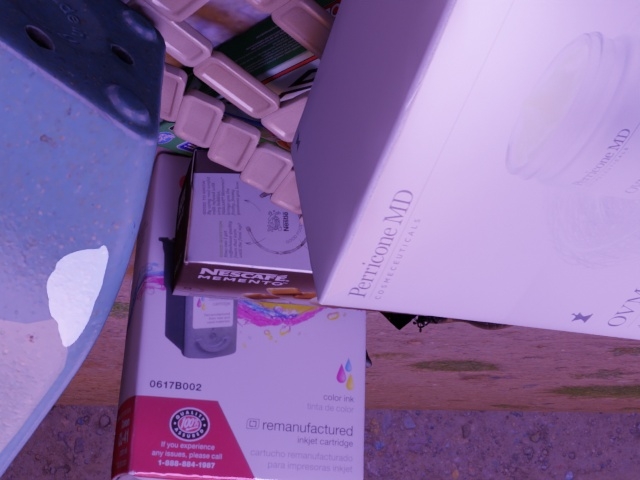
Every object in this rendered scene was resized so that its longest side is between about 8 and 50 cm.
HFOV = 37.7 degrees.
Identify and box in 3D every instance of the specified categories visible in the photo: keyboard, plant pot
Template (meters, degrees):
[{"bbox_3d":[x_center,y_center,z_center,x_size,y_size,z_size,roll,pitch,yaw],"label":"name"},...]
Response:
[{"bbox_3d":[0.126,0.084,1.340,0.100,0.038,0.192,45,164,5],"label":"keyboard"},{"bbox_3d":[-0.220,-0.046,0.535,0.247,0.247,0.252,35,114,-27],"label":"plant pot"}]

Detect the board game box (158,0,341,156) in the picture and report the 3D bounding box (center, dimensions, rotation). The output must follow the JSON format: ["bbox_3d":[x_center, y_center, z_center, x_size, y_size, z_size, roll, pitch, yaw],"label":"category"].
[{"bbox_3d":[0.035,-0.107,0.707,0.213,0.046,0.317,17,158,-38],"label":"board game box"}]

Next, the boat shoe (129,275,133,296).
[{"bbox_3d":[-0.197,0.086,1.289,0.156,0.136,0.367,2,174,13],"label":"boat shoe"}]

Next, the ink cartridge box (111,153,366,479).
[{"bbox_3d":[-0.075,0.088,0.925,0.226,0.306,0.131,7,163,-16],"label":"ink cartridge box"}]

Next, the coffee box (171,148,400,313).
[{"bbox_3d":[0.000,0.000,0.821,0.246,0.098,0.141,6,164,-13],"label":"coffee box"}]

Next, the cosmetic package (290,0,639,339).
[{"bbox_3d":[0.125,-0.075,0.481,0.224,0.138,0.224,8,132,-16],"label":"cosmetic package"}]

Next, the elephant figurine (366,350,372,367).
[{"bbox_3d":[0.011,0.110,1.324,0.239,0.186,0.169,7,123,-54],"label":"elephant figurine"}]

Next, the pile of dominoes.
[{"bbox_3d":[-0.020,-0.097,0.632,0.251,0.040,0.196,35,148,-28],"label":"pile of dominoes"}]

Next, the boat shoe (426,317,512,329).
[{"bbox_3d":[0.230,0.089,1.335,0.072,0.068,0.190,-1,-179,-40],"label":"boat shoe"}]
